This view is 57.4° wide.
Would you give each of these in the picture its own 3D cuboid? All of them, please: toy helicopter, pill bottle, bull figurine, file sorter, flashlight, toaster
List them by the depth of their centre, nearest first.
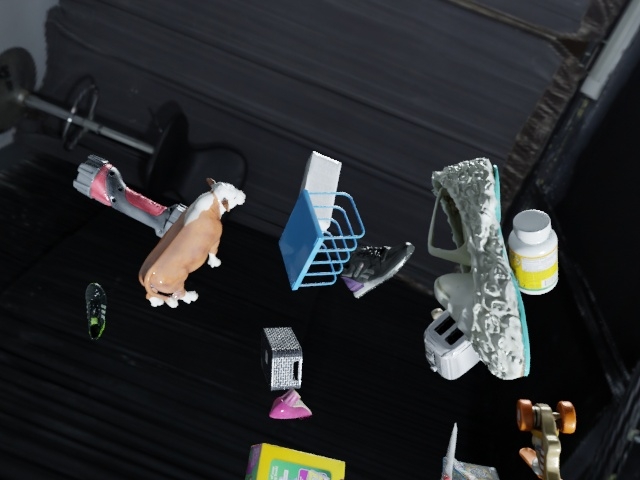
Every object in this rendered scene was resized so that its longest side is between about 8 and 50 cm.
[{"bbox_3d":[0.000,0.000,1.147,0.170,0.104,0.118,119,-38,-47],"label":"file sorter"},{"bbox_3d":[-0.274,0.010,1.257,0.310,0.101,0.188,-52,158,-33],"label":"bull figurine"},{"bbox_3d":[-0.450,-0.102,1.451,0.103,0.303,0.103,-67,-177,-46],"label":"flashlight"},{"bbox_3d":[0.544,0.029,1.497,0.118,0.117,0.209,-69,150,-43],"label":"pill bottle"},{"bbox_3d":[0.609,0.617,1.567,0.235,0.140,0.355,82,11,-46],"label":"toy helicopter"},{"bbox_3d":[0.380,0.259,1.582,0.227,0.129,0.146,-38,142,-9],"label":"toaster"}]

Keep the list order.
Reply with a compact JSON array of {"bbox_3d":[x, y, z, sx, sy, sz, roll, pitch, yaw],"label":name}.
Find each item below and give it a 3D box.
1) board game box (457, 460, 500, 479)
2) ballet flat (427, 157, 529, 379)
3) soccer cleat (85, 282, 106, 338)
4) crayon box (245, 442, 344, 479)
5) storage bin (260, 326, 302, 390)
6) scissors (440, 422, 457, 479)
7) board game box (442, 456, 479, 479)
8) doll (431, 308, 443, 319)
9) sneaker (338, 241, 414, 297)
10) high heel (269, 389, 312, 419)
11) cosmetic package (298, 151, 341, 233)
[{"bbox_3d":[0.461,0.701,1.711,0.186,0.126,0.026,-3,100,-82],"label":"board game box"},{"bbox_3d":[0.250,0.041,0.988,0.147,0.146,0.409,113,-18,-57],"label":"ballet flat"},{"bbox_3d":[-0.690,0.219,1.797,0.072,0.060,0.179,-120,-148,-63],"label":"soccer cleat"},{"bbox_3d":[-0.095,0.867,1.862,0.106,0.313,0.363,-40,-145,53],"label":"crayon box"},{"bbox_3d":[-0.114,0.330,1.653,0.180,0.084,0.122,-137,-131,-69],"label":"storage bin"},{"bbox_3d":[0.260,0.529,1.257,0.021,0.108,0.297,109,-11,-51],"label":"scissors"},{"bbox_3d":[0.334,0.590,1.366,0.154,0.026,0.104,-156,-114,-70],"label":"board game box"},{"bbox_3d":[0.404,0.263,1.873,0.046,0.129,0.189,-50,137,3],"label":"doll"},{"bbox_3d":[0.150,0.065,1.729,0.283,0.124,0.107,-40,-178,44],"label":"sneaker"},{"bbox_3d":[-0.104,0.603,2.033,0.117,0.082,0.244,-42,151,-16],"label":"high heel"},{"bbox_3d":[-0.009,-0.143,1.736,0.060,0.098,0.239,127,-21,-54],"label":"cosmetic package"}]
